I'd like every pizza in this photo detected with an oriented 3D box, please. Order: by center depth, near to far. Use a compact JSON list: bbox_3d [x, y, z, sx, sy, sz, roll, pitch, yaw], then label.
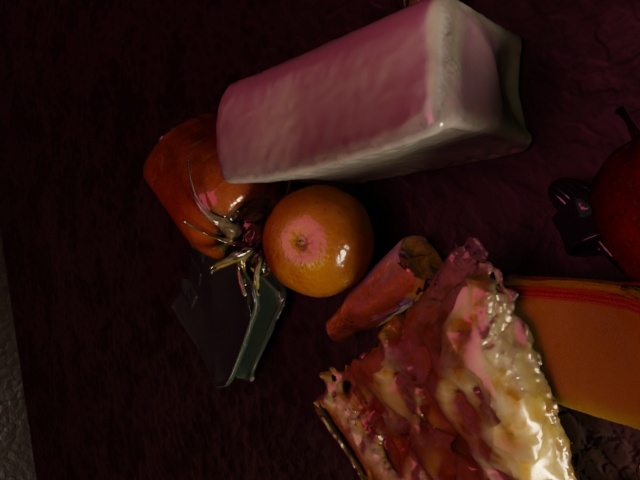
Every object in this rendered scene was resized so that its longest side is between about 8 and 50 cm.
[{"bbox_3d":[0.158,0.265,0.659,0.391,0.080,0.434,59,146,23],"label":"pizza"}]

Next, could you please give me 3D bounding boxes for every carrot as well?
[{"bbox_3d":[-0.151,-0.078,0.902,0.331,0.193,0.214,50,165,25],"label":"carrot"}]

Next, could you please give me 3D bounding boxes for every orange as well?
[{"bbox_3d":[0.000,0.000,0.779,0.159,0.136,0.158,0,90,21],"label":"orange"}]

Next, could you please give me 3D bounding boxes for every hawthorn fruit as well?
[{"bbox_3d":[0.310,-0.041,0.477,0.157,0.157,0.193,-46,61,37],"label":"hawthorn fruit"}]

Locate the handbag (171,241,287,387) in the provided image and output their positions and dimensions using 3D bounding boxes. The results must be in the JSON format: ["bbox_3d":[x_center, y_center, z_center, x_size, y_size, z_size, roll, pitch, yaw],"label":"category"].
[{"bbox_3d":[-0.183,0.108,1.037,0.260,0.079,0.247,48,128,35],"label":"handbag"}]

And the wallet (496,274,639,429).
[{"bbox_3d":[0.261,0.096,0.523,0.141,0.067,0.241,67,165,-5],"label":"wallet"}]

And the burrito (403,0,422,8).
[{"bbox_3d":[0.171,-0.381,0.652,0.104,0.054,0.288,51,126,29],"label":"burrito"}]

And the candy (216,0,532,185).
[{"bbox_3d":[0.053,-0.155,0.686,0.359,0.208,0.144,-5,89,46],"label":"candy"}]

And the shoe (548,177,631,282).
[{"bbox_3d":[0.284,0.001,0.570,0.159,0.053,0.062,52,164,22],"label":"shoe"}]

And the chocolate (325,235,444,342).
[{"bbox_3d":[0.080,0.082,0.783,0.219,0.086,0.085,-47,62,42],"label":"chocolate"}]

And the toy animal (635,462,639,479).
[{"bbox_3d":[0.319,0.330,0.570,0.086,0.069,0.219,16,104,49],"label":"toy animal"}]
